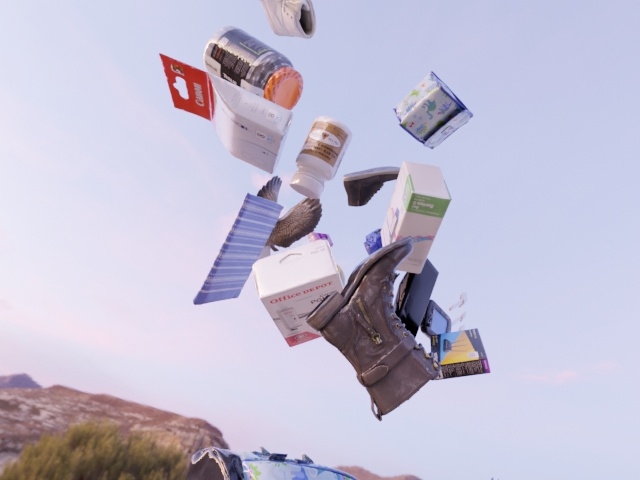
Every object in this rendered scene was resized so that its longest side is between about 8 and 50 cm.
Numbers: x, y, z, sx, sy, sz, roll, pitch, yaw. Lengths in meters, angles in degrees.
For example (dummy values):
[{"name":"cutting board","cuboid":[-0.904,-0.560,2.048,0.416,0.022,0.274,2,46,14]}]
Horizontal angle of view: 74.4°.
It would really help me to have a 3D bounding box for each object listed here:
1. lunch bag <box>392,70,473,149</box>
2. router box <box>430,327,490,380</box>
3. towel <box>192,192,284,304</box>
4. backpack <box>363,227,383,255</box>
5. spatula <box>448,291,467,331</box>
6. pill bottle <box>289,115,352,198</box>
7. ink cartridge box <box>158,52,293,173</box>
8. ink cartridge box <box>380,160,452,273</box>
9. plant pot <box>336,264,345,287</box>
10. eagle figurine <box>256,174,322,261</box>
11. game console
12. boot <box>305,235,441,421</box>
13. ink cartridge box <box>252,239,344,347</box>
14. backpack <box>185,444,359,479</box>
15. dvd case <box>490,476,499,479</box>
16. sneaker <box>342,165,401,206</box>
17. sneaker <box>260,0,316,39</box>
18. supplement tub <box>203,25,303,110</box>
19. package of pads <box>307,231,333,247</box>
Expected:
[{"name":"lunch bag","cuboid":[0.272,-0.297,1.007,0.151,0.096,0.129,27,-52,-34]},{"name":"router box","cuboid":[0.356,0.292,1.096,0.133,0.179,0.046,-13,-81,15]},{"name":"towel","cuboid":[-0.232,0.028,1.209,0.040,0.336,0.243,29,6,15]},{"name":"backpack","cuboid":[0.196,0.010,1.406,0.097,0.101,0.120,68,-10,-12]},{"name":"spatula","cuboid":[0.468,0.270,1.455,0.019,0.168,0.242,10,7,33]},{"name":"pill bottle","cuboid":[-0.003,-0.251,1.294,0.131,0.229,0.131,24,-9,4]},{"name":"ink cartridge box","cuboid":[-0.288,-0.358,1.255,0.385,0.091,0.308,22,-14,-7]},{"name":"ink cartridge box","cuboid":[0.213,-0.053,0.978,0.093,0.154,0.212,8,-53,-3]},{"name":"plant pot","cuboid":[0.054,0.160,1.915,0.134,0.134,0.095,15,-39,4]},{"name":"eagle figurine","cuboid":[-0.168,-0.075,1.580,0.298,0.226,0.225,-40,-104,44]},{"name":"game console","cuboid":[0.313,0.203,1.219,0.044,0.213,0.361,10,-22,41]},{"name":"boot","cuboid":[0.126,0.146,0.739,0.229,0.263,0.091,46,-7,3]},{"name":"ink cartridge box","cuboid":[-0.038,0.151,1.133,0.207,0.117,0.283,-19,-40,0]},{"name":"backpack","cuboid":[-0.066,0.565,0.823,0.273,0.290,0.355,-30,-47,27]},{"name":"dvd case","cuboid":[0.310,0.581,0.789,0.018,0.221,0.164,1,-14,31]},{"name":"sneaker","cuboid":[0.195,-0.193,1.508,0.222,0.083,0.118,-9,-69,4]},{"name":"sneaker","cuboid":[-0.106,-0.689,1.153,0.169,0.108,0.292,32,-11,37]},{"name":"supplement tub","cuboid":[-0.234,-0.593,1.489,0.338,0.207,0.207,39,-29,23]},{"name":"package of pads","cuboid":[0.000,0.000,1.390,0.083,0.050,0.032,6,-38,-49]}]
